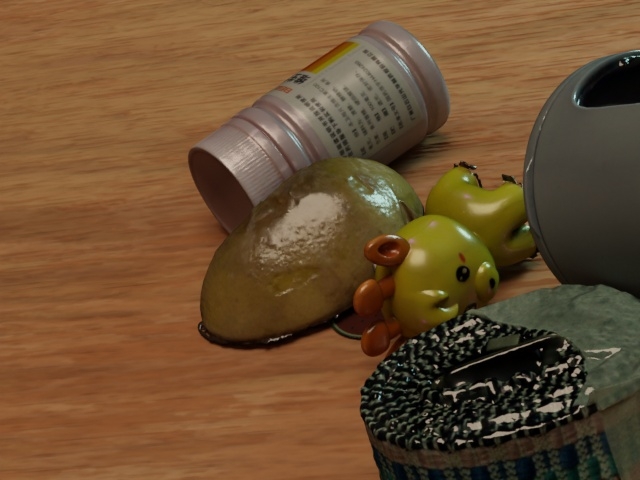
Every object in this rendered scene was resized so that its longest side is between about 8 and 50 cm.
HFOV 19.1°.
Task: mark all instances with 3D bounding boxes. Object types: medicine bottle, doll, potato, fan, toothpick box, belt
[{"bbox_3d":[0.000,-0.107,1.922,0.250,0.133,0.133,-37,41,-20],"label":"medicine bottle"},{"bbox_3d":[0.103,0.021,1.728,0.135,0.143,0.221,19,44,36],"label":"doll"},{"bbox_3d":[-0.003,0.000,1.810,0.261,0.100,0.120,-33,35,-18],"label":"potato"},{"bbox_3d":[0.055,0.047,1.814,0.085,0.005,0.133,0,42,23],"label":"fan"},{"bbox_3d":[0.354,-0.040,1.532,0.263,0.263,0.355,-39,15,-24],"label":"toothpick box"},{"bbox_3d":[0.167,0.144,1.538,0.257,0.150,0.207,-19,28,-1],"label":"belt"}]
